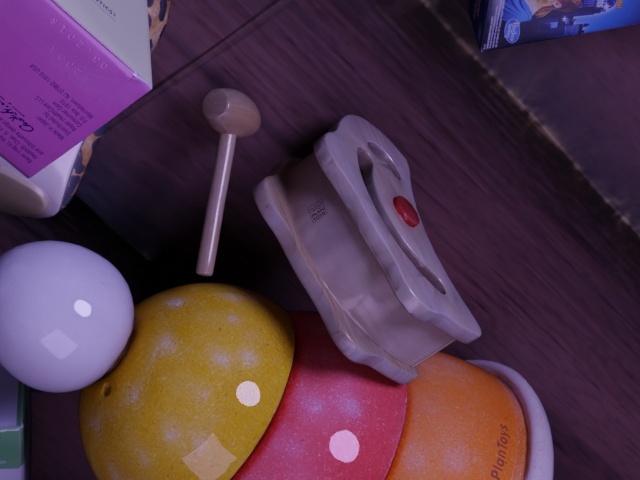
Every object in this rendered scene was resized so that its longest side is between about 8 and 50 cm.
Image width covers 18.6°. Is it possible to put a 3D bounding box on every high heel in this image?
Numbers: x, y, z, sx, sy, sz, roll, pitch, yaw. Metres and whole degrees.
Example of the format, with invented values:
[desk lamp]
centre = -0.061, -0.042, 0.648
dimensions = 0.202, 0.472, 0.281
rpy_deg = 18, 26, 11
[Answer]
[high heel]
centre = -0.192, -0.119, 1.528
dimensions = 0.093, 0.186, 0.261
rpy_deg = 35, 155, -8

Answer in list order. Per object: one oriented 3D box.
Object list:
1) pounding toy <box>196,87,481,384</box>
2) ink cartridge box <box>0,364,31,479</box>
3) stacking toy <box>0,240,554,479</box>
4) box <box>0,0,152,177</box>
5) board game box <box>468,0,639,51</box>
[pounding toy]
centre = 0.000, 0.000, 1.573
dimensions = 0.155, 0.269, 0.154
rpy_deg = -35, 165, 20
[ink cartridge box]
centre = -0.299, 0.183, 1.708
dimensions = 0.093, 0.154, 0.212
rpy_deg = -1, 131, -6
[stacking toy]
centre = -0.076, 0.144, 1.605
dimensions = 0.480, 0.350, 0.350
rpy_deg = 38, 117, -24
[box]
centre = -0.230, -0.205, 1.323
dimensions = 0.117, 0.243, 0.213
rpy_deg = -33, 127, 21
[board game box]
centre = 0.223, -0.235, 1.473
dimensions = 0.194, 0.060, 0.194
rpy_deg = 0, 130, -8
